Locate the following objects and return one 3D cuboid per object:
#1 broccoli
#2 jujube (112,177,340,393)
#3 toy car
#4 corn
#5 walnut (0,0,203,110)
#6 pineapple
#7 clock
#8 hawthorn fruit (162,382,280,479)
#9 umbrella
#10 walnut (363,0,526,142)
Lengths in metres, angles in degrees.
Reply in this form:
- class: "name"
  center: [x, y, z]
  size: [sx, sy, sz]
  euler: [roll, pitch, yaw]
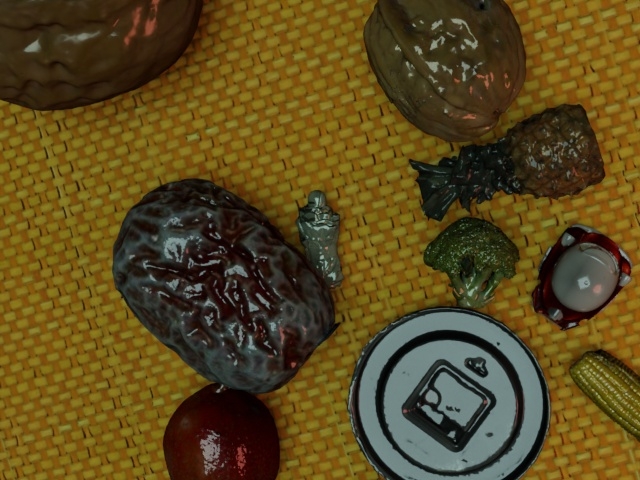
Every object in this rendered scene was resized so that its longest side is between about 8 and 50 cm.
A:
- class: "broccoli"
  center: [0.202, 0.029, 1.356]
  size: [0.131, 0.130, 0.120]
  euler: [8, 97, 51]
- class: "jujube"
  center: [-0.128, 0.063, 1.380]
  size: [0.317, 0.226, 0.226]
  euler: [37, 99, 11]
- class: "toy car"
  center: [0.345, 0.055, 1.349]
  size: [0.112, 0.112, 0.139]
  euler: [35, 99, 5]
- class: "corn"
  center: [0.427, 0.225, 1.371]
  size: [0.203, 0.072, 0.072]
  euler: [39, 100, 6]
- class: "walnut"
  center: [-0.346, -0.357, 1.344]
  size: [0.397, 0.308, 0.354]
  euler: [-4, 127, 10]
- class: "pineapple"
  center: [0.246, -0.096, 1.355]
  size: [0.248, 0.128, 0.128]
  euler: [-16, 91, 15]
- class: "clock"
  center: [0.179, 0.226, 1.420]
  size: [0.280, 0.055, 0.281]
  euler: [1, 94, 10]
- class: "hawthorn fruit"
  center: [-0.137, 0.278, 1.432]
  size: [0.169, 0.169, 0.188]
  euler: [6, 92, 9]
- class: "umbrella"
  center: [0.000, 0.000, 1.432]
  size: [0.067, 0.062, 0.144]
  euler: [5, 104, 41]
- class: "walnut"
  center: [0.162, -0.250, 1.322]
  size: [0.198, 0.198, 0.245]
  euler: [-37, 71, 10]
